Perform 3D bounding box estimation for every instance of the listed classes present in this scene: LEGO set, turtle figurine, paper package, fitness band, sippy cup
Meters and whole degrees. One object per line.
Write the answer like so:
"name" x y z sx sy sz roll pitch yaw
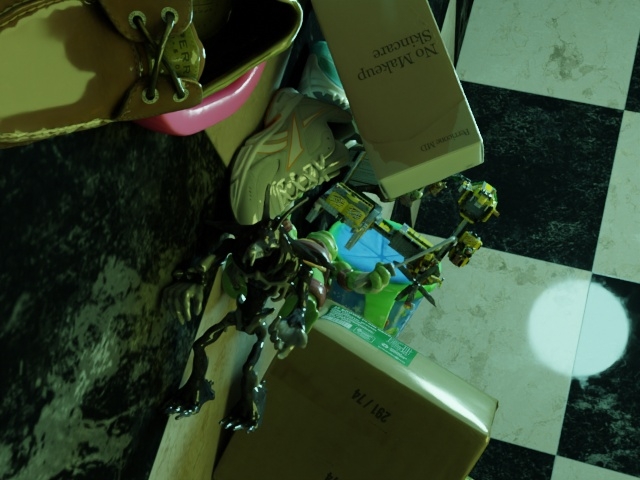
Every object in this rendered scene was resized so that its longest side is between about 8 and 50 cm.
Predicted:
"LEGO set" 0.137 -0.059 1.426 0.255 0.331 0.192 -47 179 23
"turtle figurine" 0.000 0.000 1.132 0.198 0.274 0.266 64 28 -11
"paper package" 0.056 0.299 1.237 0.310 0.324 0.168 -62 170 12
"fitness band" -0.103 -0.209 0.760 0.291 0.054 0.209 -47 148 -64
"sippy cup" 0.096 0.106 1.647 0.305 0.240 0.224 -25 141 -46

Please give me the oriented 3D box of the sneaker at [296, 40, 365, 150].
"sneaker" 0.063 -0.211 1.271 0.275 0.107 0.110 30 61 -54

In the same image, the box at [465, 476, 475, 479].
"box" 0.219 0.407 1.246 0.087 0.058 0.232 -59 170 -8

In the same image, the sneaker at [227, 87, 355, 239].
"sneaker" -0.030 -0.097 1.045 0.099 0.121 0.262 87 20 -50

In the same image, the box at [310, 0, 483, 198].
"box" 0.095 -0.228 1.086 0.121 0.148 0.311 37 32 -76

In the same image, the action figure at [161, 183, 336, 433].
"action figure" -0.083 0.080 0.919 0.141 0.164 0.276 -50 156 -75

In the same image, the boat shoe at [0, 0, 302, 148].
"boat shoe" -0.121 -0.135 0.535 0.307 0.104 0.111 -43 142 -48

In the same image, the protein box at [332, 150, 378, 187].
"protein box" 0.126 -0.210 1.599 0.200 0.135 0.201 -45 147 -67
